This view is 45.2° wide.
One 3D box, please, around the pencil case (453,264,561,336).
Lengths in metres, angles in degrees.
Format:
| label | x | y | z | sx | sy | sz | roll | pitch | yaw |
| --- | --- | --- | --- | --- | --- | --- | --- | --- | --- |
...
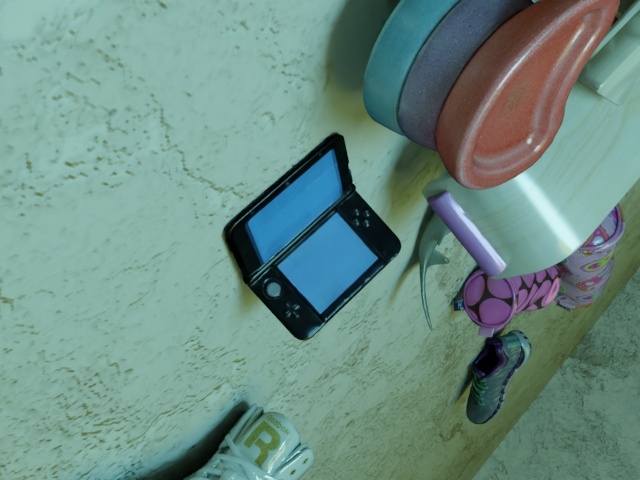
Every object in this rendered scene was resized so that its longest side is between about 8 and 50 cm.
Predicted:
| label | x | y | z | sx | sy | sz | roll | pitch | yaw |
| --- | --- | --- | --- | --- | --- | --- | --- | --- | --- |
| pencil case | 0.286 | 0.077 | 1.142 | 0.209 | 0.095 | 0.098 | -9 | 97 | -52 |

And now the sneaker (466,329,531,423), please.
| label | x | y | z | sx | sy | sz | roll | pitch | yaw |
| --- | --- | --- | --- | --- | --- | --- | --- | --- | --- |
| sneaker | 0.310 | 0.262 | 1.468 | 0.098 | 0.083 | 0.223 | 0 | 122 | -33 |

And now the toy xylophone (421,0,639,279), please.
| label | x | y | z | sx | sy | sz | roll | pitch | yaw |
| --- | --- | --- | --- | --- | --- | --- | --- | --- | --- |
| toy xylophone | 0.222 | -0.129 | 0.691 | 0.323 | 0.236 | 0.081 | -37 | -166 | -19 |

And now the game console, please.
| label | x | y | z | sx | sy | sz | roll | pitch | yaw |
| --- | --- | --- | --- | --- | --- | --- | --- | --- | --- |
| game console | 0.000 | 0.000 | 0.598 | 0.122 | 0.107 | 0.071 | -42 | -179 | -17 |

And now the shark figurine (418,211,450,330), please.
| label | x | y | z | sx | sy | sz | roll | pitch | yaw |
| --- | --- | --- | --- | --- | --- | --- | --- | --- | --- |
| shark figurine | 0.181 | -0.024 | 0.787 | 0.278 | 0.116 | 0.166 | -35 | 132 | 23 |

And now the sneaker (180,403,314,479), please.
| label | x | y | z | sx | sy | sz | roll | pitch | yaw |
| --- | --- | --- | --- | --- | --- | --- | --- | --- | --- |
| sneaker | -0.098 | 0.219 | 0.697 | 0.169 | 0.108 | 0.292 | -52 | 164 | -2 |

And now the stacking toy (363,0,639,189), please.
| label | x | y | z | sx | sy | sz | roll | pitch | yaw |
| --- | --- | --- | --- | --- | --- | --- | --- | --- | --- |
| stacking toy | 0.157 | -0.203 | 0.515 | 0.280 | 0.130 | 0.308 | -23 | 145 | -43 |

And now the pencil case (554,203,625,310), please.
| label | x | y | z | sx | sy | sz | roll | pitch | yaw |
| --- | --- | --- | --- | --- | --- | --- | --- | --- | --- |
| pencil case | 0.421 | 0.019 | 1.259 | 0.124 | 0.124 | 0.284 | -47 | 155 | -9 |
